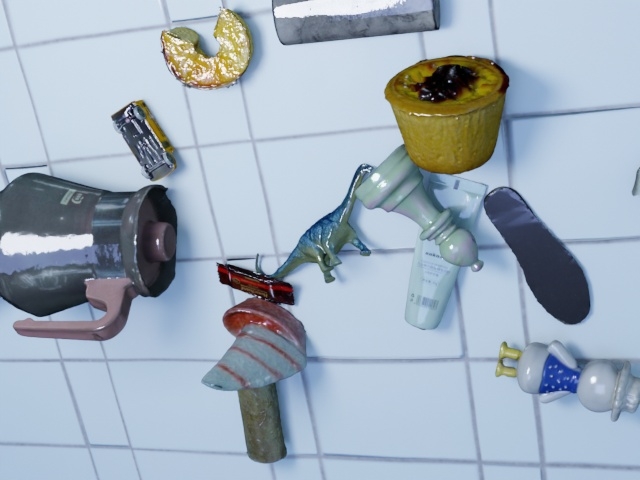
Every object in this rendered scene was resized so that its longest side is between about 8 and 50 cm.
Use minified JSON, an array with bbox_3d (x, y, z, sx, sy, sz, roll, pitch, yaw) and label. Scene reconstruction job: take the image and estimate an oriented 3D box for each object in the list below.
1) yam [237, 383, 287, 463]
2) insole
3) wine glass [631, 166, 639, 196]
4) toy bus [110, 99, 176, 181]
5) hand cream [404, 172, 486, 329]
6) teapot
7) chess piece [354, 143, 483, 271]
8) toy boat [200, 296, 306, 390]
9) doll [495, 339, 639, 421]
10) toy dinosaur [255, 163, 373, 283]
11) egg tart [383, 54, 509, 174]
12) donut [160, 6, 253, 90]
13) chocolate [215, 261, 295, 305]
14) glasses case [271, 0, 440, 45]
[{"bbox_3d":[-0.135,0.368,2.011,0.093,0.093,0.259,1,112,19],"label":"yam"},{"bbox_3d":[0.412,0.030,1.710,0.110,0.012,0.309,-35,97,29],"label":"insole"},{"bbox_3d":[0.571,-0.114,1.578,0.039,0.042,0.083,7,122,2],"label":"wine glass"},{"bbox_3d":[-0.354,-0.204,1.851,0.069,0.074,0.162,-28,98,20],"label":"toy bus"},{"bbox_3d":[0.229,0.029,1.756,0.109,0.067,0.321,17,112,14],"label":"hand cream"},{"bbox_3d":[-0.487,0.033,1.852,0.361,0.376,0.305,-3,142,13],"label":"teapot"},{"bbox_3d":[0.201,-0.041,1.679,0.271,0.139,0.139,45,119,-2],"label":"chess piece"},{"bbox_3d":[-0.139,0.235,1.844,0.206,0.282,0.096,34,121,4],"label":"toy boat"},{"bbox_3d":[0.485,0.264,1.734,0.293,0.119,0.138,13,110,21],"label":"doll"},{"bbox_3d":[0.007,0.007,1.810,0.363,0.076,0.147,-43,60,32],"label":"toy dinosaur"},{"bbox_3d":[0.220,-0.223,1.573,0.215,0.215,0.171,5,129,18],"label":"egg tart"},{"bbox_3d":[-0.207,-0.362,1.732,0.181,0.078,0.146,-17,107,19],"label":"donut"},{"bbox_3d":[-0.139,0.090,1.917,0.182,0.028,0.086,17,144,20],"label":"chocolate"},{"bbox_3d":[0.061,-0.417,1.616,0.299,0.060,0.114,0,109,20],"label":"glasses case"}]
